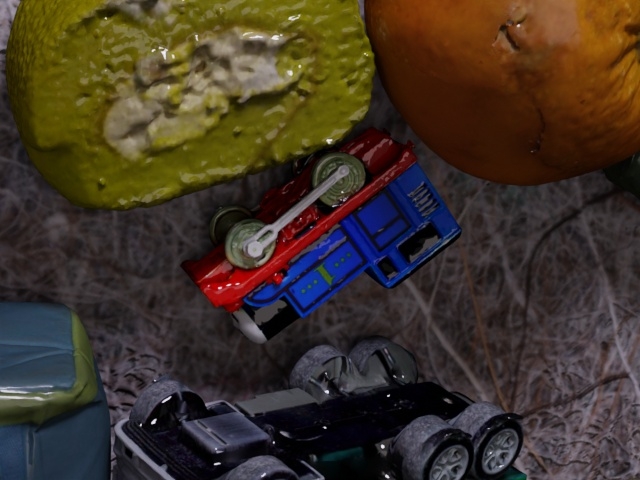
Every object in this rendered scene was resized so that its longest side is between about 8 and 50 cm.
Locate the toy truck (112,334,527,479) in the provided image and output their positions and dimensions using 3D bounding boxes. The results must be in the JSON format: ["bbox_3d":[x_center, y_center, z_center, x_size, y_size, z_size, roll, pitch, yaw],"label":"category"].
[{"bbox_3d":[0.011,0.195,1.193,0.363,0.176,0.178,-3,112,-41],"label":"toy truck"}]

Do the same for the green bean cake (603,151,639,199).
[{"bbox_3d":[0.366,-0.109,1.296,0.227,0.125,0.222,28,96,-19],"label":"green bean cake"}]

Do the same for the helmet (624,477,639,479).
[{"bbox_3d":[0.295,0.362,1.381,0.205,0.140,0.257,25,97,-21],"label":"helmet"}]

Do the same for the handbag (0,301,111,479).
[{"bbox_3d":[-0.285,0.182,1.112,0.263,0.222,0.241,0,108,-16],"label":"handbag"}]

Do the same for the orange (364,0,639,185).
[{"bbox_3d":[0.167,-0.180,1.154,0.284,0.226,0.283,-20,124,-33],"label":"orange"}]

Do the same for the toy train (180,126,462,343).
[{"bbox_3d":[0.000,0.000,1.229,0.204,0.083,0.131,-37,113,-5],"label":"toy train"}]

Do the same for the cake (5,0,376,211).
[{"bbox_3d":[-0.103,-0.139,1.119,0.261,0.156,0.179,-19,117,-11],"label":"cake"}]
